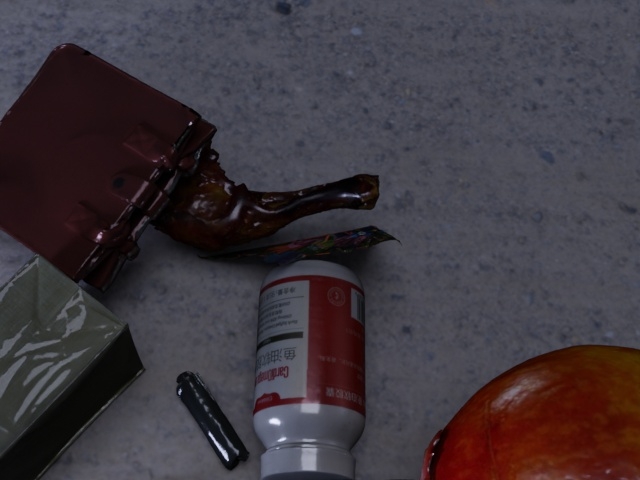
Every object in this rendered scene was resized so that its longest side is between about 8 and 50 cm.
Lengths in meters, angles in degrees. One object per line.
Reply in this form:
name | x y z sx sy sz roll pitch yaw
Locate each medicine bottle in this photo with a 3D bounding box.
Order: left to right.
medicine bottle | -0.012 0.156 1.050 0.131 0.131 0.250 3 62 -1

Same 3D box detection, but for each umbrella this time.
umbrella | -0.132 0.213 1.071 0.036 0.031 0.133 -29 67 -18

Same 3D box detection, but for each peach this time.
peach | 0.263 0.280 0.889 0.369 0.370 0.370 1 63 -2

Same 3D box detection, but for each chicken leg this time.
chicken leg | -0.121 -0.060 1.156 0.406 0.096 0.158 11 74 19

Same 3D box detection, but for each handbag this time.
handbag | -0.298 -0.099 1.130 0.275 0.084 0.260 31 79 30

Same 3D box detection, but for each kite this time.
kite | 0.000 0.000 1.128 0.234 0.321 0.016 -20 103 -51

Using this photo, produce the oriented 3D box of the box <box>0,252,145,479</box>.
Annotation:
box | -0.341 0.161 1.021 0.155 0.149 0.231 37 67 14
